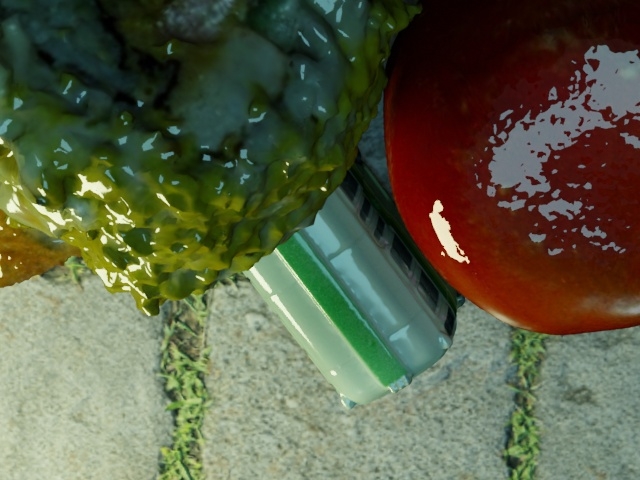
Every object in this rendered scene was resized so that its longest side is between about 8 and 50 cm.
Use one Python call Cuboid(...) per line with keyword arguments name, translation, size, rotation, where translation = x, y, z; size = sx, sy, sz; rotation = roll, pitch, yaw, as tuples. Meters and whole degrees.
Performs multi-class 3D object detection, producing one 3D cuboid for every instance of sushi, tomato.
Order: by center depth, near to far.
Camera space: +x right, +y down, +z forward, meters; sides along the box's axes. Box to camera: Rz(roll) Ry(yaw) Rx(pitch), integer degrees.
Cuboid(name="sushi", translation=(-0.142, -0.162, 1.253), size=(0.396, 0.240, 0.351), rotation=(44, 70, 10))
Cuboid(name="tomato", translation=(0.209, -0.099, 1.351), size=(0.325, 0.293, 0.290), rotation=(-31, 119, 23))

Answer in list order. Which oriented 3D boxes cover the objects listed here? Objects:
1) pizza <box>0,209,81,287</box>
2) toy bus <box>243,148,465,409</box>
Cuboid(name="pizza", translation=(-0.411, -0.044, 1.476), size=(0.440, 0.130, 0.406), rotation=(26, 124, -24))
Cuboid(name="toy bus", translation=(0.000, 0.000, 1.458), size=(0.134, 0.164, 0.276), rotation=(-34, 107, 13))
